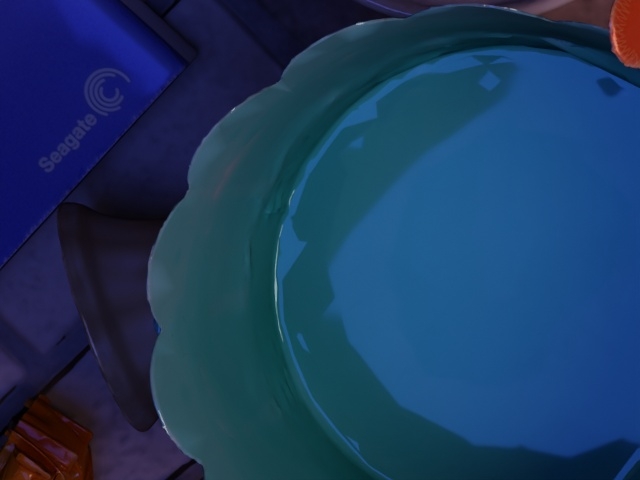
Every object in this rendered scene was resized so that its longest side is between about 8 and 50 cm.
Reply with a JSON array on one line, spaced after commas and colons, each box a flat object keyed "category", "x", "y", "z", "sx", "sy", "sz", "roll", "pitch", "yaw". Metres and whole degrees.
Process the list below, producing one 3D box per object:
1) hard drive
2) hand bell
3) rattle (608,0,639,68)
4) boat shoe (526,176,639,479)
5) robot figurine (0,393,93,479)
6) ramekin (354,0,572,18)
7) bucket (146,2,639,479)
[{"category": "hard drive", "x": -0.251, "y": -0.130, "z": 0.976, "sx": 0.319, "sy": 0.040, "sz": 0.210, "roll": 42, "pitch": 110, "yaw": -7}, {"category": "hand bell", "x": 0.000, "y": 0.000, "z": 0.962, "sx": 0.242, "sy": 0.126, "sz": 0.126, "roll": -20, "pitch": 106, "yaw": 3}, {"category": "rattle", "x": 0.141, "y": -0.157, "z": 0.698, "sx": 0.130, "sy": 0.199, "sz": 0.143, "roll": 35, "pitch": 111, "yaw": -5}, {"category": "boat shoe", "x": 0.147, "y": 0.099, "z": 0.962, "sx": 0.103, "sy": 0.113, "sz": 0.302, "roll": 8, "pitch": 100, "yaw": 8}, {"category": "robot figurine", "x": -0.172, "y": 0.241, "z": 1.073, "sx": 0.211, "sy": 0.085, "sz": 0.291, "roll": 30, "pitch": 112, "yaw": -1}, {"category": "ramekin", "x": 0.069, "y": -0.209, "z": 0.858, "sx": 0.207, "sy": 0.109, "sz": 0.207, "roll": 3, "pitch": 110, "yaw": 9}, {"category": "bucket", "x": 0.077, "y": 0.032, "z": 0.814, "sx": 0.281, "sy": 0.183, "sz": 0.281, "roll": 1, "pitch": 95, "yaw": 10}]
